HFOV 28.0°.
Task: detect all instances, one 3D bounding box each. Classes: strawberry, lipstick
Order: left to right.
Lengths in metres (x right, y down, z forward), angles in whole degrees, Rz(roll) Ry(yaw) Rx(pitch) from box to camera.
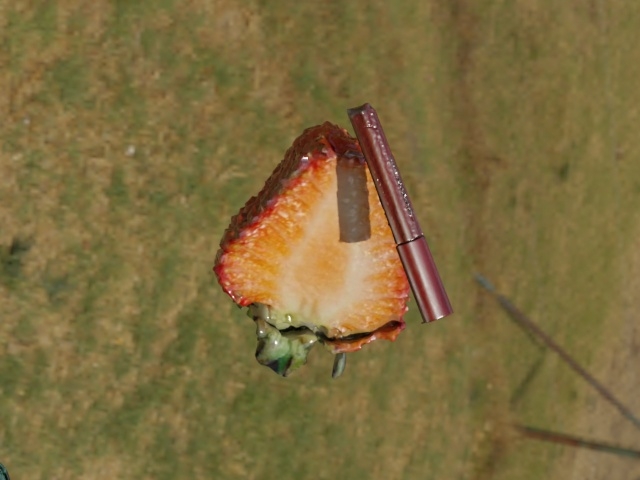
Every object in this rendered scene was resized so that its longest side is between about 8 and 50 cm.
[{"bbox_3d":[0.000,0.000,1.185,0.106,0.188,0.286,-89,-168,-48],"label":"strawberry"},{"bbox_3d":[0.061,-0.022,0.991,0.027,0.027,0.176,-21,91,-60],"label":"lipstick"}]

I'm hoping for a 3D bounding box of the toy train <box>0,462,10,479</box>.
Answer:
[{"bbox_3d":[-0.530,0.327,1.444,0.272,0.179,0.442,66,34,-37],"label":"toy train"}]
